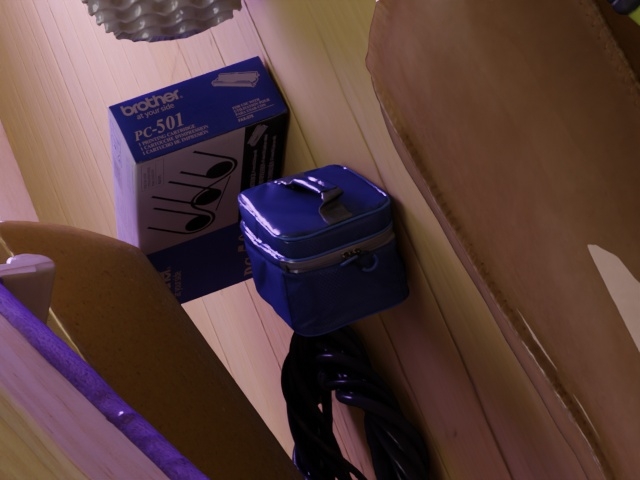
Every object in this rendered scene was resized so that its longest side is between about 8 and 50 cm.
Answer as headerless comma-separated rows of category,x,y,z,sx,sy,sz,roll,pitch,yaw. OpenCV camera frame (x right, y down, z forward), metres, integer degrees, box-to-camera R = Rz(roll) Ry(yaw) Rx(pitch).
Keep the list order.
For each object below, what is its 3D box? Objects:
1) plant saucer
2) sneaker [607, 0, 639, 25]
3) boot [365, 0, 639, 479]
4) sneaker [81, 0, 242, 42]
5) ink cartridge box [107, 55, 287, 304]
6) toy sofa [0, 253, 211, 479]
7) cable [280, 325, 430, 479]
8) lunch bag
plant saucer,-0.097,0.149,0.969,0.333,0.081,0.333,55,160,7
sneaker,0.131,-0.063,0.239,0.097,0.084,0.234,47,167,-6
boot,0.094,0.054,0.467,0.269,0.089,0.236,62,153,27
sneaker,-0.100,-0.242,0.761,0.293,0.102,0.146,79,180,-50
ink cartridge box,-0.078,-0.028,0.929,0.207,0.097,0.046,101,145,-62
toy sofa,-0.076,0.143,0.660,0.362,0.177,0.150,33,119,45
cable,0.014,0.117,0.884,0.184,0.047,0.151,-124,21,-45
lunch bag,0.000,0.000,0.745,0.098,0.067,0.065,-144,37,-63
